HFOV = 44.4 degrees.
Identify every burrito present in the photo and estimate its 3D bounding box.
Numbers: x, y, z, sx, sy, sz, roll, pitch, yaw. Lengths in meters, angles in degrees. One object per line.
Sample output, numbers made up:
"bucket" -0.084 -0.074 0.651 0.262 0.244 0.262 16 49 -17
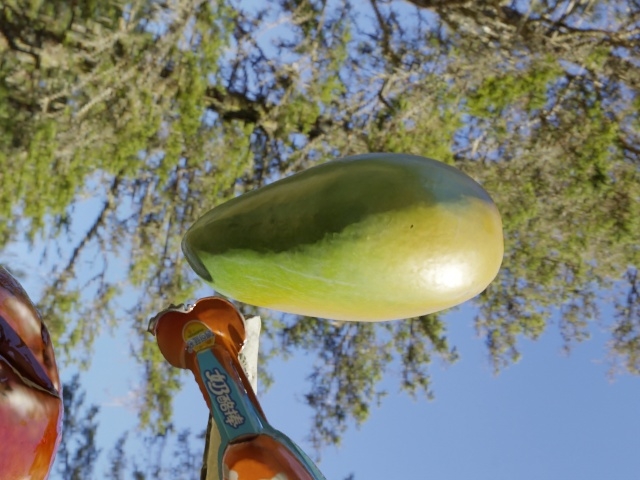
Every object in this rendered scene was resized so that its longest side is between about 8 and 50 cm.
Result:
"burrito" -0.075 0.152 0.667 0.045 0.041 0.185 -1 -104 28

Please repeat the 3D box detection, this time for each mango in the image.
"mango" 0.015 0.007 0.608 0.251 0.156 0.114 -13 -113 23

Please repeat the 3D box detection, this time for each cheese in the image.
"cheese" -0.051 0.160 0.595 0.106 0.037 0.256 -24 -86 27

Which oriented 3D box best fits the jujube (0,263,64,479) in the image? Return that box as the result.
"jujube" -0.296 0.127 0.422 0.318 0.223 0.223 -30 -131 3
